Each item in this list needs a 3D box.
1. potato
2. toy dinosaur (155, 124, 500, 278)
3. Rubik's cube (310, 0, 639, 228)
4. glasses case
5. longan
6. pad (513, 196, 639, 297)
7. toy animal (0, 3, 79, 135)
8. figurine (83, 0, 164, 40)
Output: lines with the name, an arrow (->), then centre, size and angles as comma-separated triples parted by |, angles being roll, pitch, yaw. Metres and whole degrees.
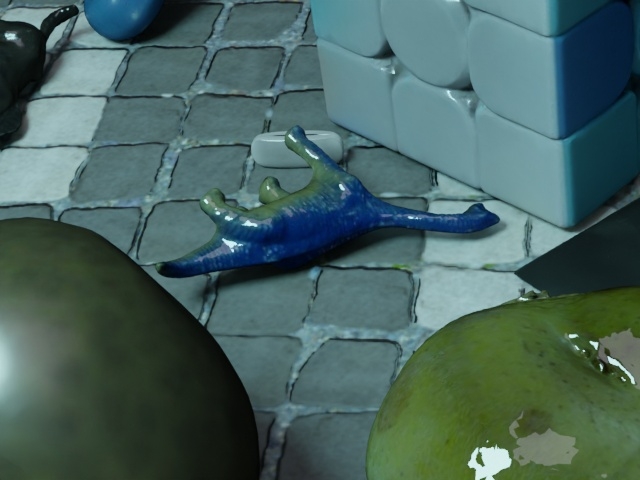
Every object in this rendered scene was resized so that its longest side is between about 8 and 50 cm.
potato -> 0.188, 0.125, 0.958 | 0.351, 0.203, 0.218 | -25, 28, -37
toy dinosaur -> 0.000, 0.000, 1.244 | 0.188, 0.075, 0.247 | 31, 48, 30
Rubik's cube -> 0.184, -0.236, 1.310 | 0.291, 0.290, 0.291 | -35, 46, -29
glasses case -> -0.020, -0.081, 1.368 | 0.083, 0.032, 0.021 | -2, 42, 11
longan -> -0.182, 0.136, 0.991 | 0.300, 0.300, 0.243 | 22, 8, 33
pad -> 0.263, 0.010, 1.220 | 0.193, 0.004, 0.116 | -30, 43, -22
toy animal -> -0.333, -0.161, 1.509 | 0.148, 0.085, 0.233 | 20, 46, 15
figurine -> -0.158, -0.395, 1.656 | 0.298, 0.243, 0.416 | 26, 34, -27
